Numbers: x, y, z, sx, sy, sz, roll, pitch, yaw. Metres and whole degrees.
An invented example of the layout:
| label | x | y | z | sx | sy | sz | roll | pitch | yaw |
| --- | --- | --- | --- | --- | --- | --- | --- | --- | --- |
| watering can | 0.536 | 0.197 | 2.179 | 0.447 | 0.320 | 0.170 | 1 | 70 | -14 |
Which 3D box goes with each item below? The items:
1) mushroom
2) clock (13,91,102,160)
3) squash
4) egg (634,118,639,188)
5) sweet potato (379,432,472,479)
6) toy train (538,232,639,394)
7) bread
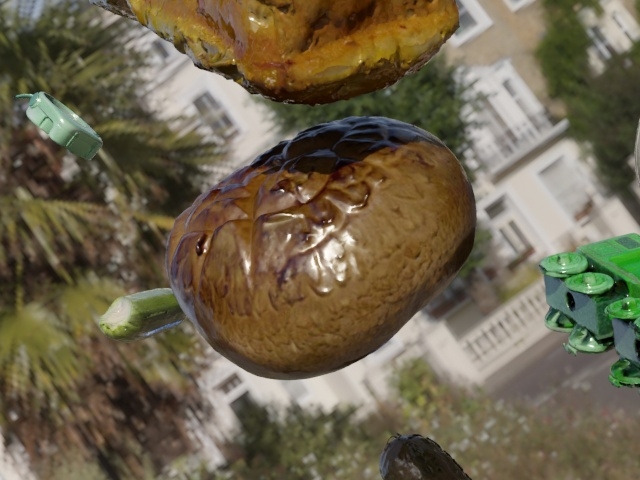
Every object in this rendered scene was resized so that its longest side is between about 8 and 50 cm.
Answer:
| label | x | y | z | sx | sy | sz | roll | pitch | yaw |
| --- | --- | --- | --- | --- | --- | --- | --- | --- | --- |
| mushroom | 0.000 | 0.000 | 0.905 | 0.253 | 0.153 | 0.253 | -24 | 23 | 11 |
| clock | -0.382 | -0.174 | 1.730 | 0.041 | 0.135 | 0.101 | -51 | -29 | 4 |
| squash | -0.253 | 0.107 | 1.729 | 0.069 | 0.069 | 0.239 | -38 | -6 | 14 |
| egg | 0.330 | -0.031 | 0.803 | 0.196 | 0.271 | 0.196 | -22 | -30 | -14 |
| sweet potato | 0.142 | 0.269 | 1.108 | 0.062 | 0.233 | 0.081 | -46 | -6 | 16 |
| toy train | 0.276 | 0.062 | 1.009 | 0.119 | 0.085 | 0.251 | -14 | 20 | -13 |
| bread | -0.066 | -0.195 | 0.913 | 0.185 | 0.109 | 0.380 | -22 | 31 | -24 |
